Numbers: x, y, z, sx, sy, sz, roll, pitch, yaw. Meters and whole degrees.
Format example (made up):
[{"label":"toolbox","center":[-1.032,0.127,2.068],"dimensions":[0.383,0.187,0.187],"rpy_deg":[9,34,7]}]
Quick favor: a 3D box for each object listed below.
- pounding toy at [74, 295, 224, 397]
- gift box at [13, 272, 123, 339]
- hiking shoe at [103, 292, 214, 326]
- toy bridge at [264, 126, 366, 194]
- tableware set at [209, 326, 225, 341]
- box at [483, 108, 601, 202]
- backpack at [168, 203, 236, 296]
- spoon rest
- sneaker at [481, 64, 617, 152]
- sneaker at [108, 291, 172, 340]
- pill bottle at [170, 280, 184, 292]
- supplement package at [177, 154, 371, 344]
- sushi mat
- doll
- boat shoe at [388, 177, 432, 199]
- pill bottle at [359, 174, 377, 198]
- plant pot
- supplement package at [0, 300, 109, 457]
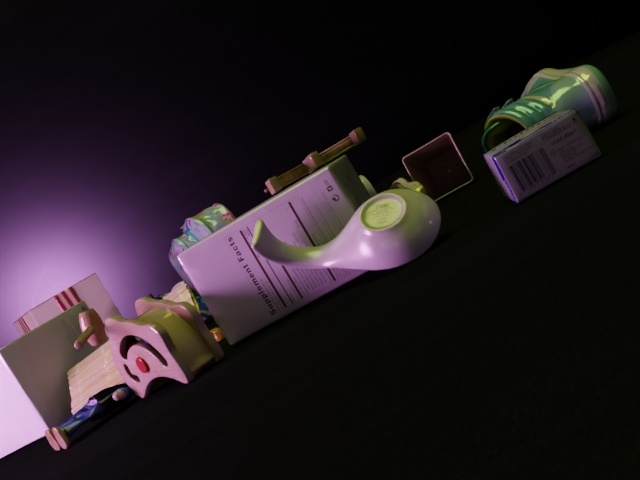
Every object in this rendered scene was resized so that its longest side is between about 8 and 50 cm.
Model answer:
[{"label":"pounding toy","center":[-0.292,0.191,1.345],"dimensions":[0.269,0.154,0.155],"rpy_deg":[2,27,46]},{"label":"gift box","center":[-0.687,0.271,2.372],"dimensions":[0.255,0.258,0.276],"rpy_deg":[-33,5,-28]},{"label":"hiking shoe","center":[-0.351,0.170,2.016],"dimensions":[0.304,0.132,0.113],"rpy_deg":[-33,4,-24]},{"label":"toy bridge","center":[-0.013,-0.128,1.393],"dimensions":[0.188,0.026,0.063],"rpy_deg":[-31,2,-14]},{"label":"tableware set","center":[-0.227,0.195,1.600],"dimensions":[0.104,0.024,0.154],"rpy_deg":[-30,1,-36]},{"label":"box","center":[0.297,-0.117,1.153],"dimensions":[0.126,0.072,0.137],"rpy_deg":[-30,3,7]},{"label":"backpack","center":[-0.286,0.034,2.260],"dimensions":[0.191,0.225,0.253],"rpy_deg":[-29,-16,-33]},{"label":"spoon rest","center":[0.042,-0.008,1.228],"dimensions":[0.276,0.084,0.137],"rpy_deg":[-7,49,20]},{"label":"sneaker","center":[0.355,-0.207,1.471],"dimensions":[0.208,0.127,0.319],"rpy_deg":[-30,3,-3]},{"label":"sneaker","center":[-0.439,0.241,2.161],"dimensions":[0.290,0.106,0.123],"rpy_deg":[-39,14,-8]},{"label":"pill bottle","center":[-0.354,0.148,2.482],"dimensions":[0.112,0.112,0.186],"rpy_deg":[-30,4,20]},{"label":"supplement package","center":[-0.050,0.013,1.392],"dimensions":[0.292,0.175,0.177],"rpy_deg":[-29,5,16]},{"label":"sushi mat","center":[-0.376,0.216,1.696],"dimensions":[0.316,0.019,0.151],"rpy_deg":[-37,35,1]},{"label":"doll","center":[-0.373,0.280,1.426],"dimensions":[0.189,0.046,0.129],"rpy_deg":[-35,6,-39]},{"label":"boat shoe","center":[0.154,-0.074,1.653],"dimensions":[0.073,0.080,0.223],"rpy_deg":[-26,8,-9]},{"label":"pill bottle","center":[0.004,-0.042,1.892],"dimensions":[0.264,0.146,0.146],"rpy_deg":[-32,4,-10]},{"label":"plant pot","center":[0.246,-0.142,1.693],"dimensions":[0.109,0.109,0.096],"rpy_deg":[-30,-8,22]},{"label":"supplement package","center":[-0.601,0.296,1.821],"dimensions":[0.198,0.199,0.262],"rpy_deg":[-29,4,31]}]
